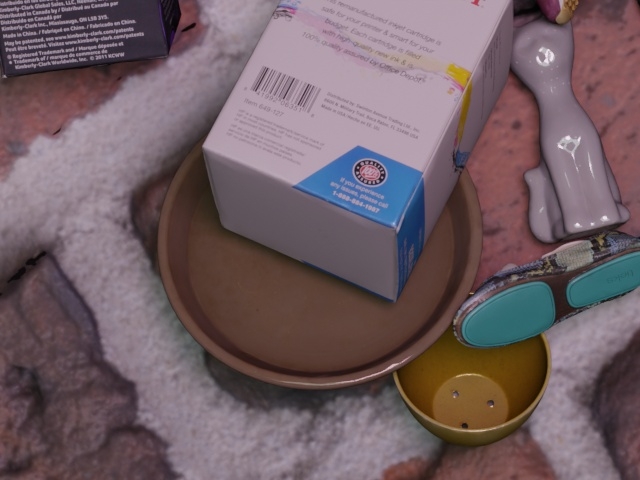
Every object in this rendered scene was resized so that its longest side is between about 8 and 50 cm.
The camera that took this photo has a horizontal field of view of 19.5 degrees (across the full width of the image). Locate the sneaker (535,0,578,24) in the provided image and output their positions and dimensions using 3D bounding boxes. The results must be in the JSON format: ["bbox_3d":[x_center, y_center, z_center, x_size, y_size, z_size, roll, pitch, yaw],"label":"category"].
[{"bbox_3d":[0.160,-0.261,1.601,0.084,0.069,0.185,-22,74,15],"label":"sneaker"}]

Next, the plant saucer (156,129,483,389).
[{"bbox_3d":[0.000,0.000,1.590,0.278,0.041,0.277,-2,68,4],"label":"plant saucer"}]

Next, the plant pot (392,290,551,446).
[{"bbox_3d":[0.129,0.124,1.601,0.134,0.095,0.134,-2,59,2],"label":"plant pot"}]

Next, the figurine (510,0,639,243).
[{"bbox_3d":[0.265,-0.121,1.607,0.215,0.092,0.209,-14,84,3],"label":"figurine"}]

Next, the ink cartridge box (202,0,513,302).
[{"bbox_3d":[0.036,-0.106,1.519,0.171,0.168,0.232,24,71,12],"label":"ink cartridge box"}]

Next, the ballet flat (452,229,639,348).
[{"bbox_3d":[0.189,0.038,1.567,0.188,0.070,0.070,-16,92,-15],"label":"ballet flat"}]

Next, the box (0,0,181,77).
[{"bbox_3d":[-0.207,-0.289,1.534,0.143,0.165,0.270,-6,110,2],"label":"box"}]
